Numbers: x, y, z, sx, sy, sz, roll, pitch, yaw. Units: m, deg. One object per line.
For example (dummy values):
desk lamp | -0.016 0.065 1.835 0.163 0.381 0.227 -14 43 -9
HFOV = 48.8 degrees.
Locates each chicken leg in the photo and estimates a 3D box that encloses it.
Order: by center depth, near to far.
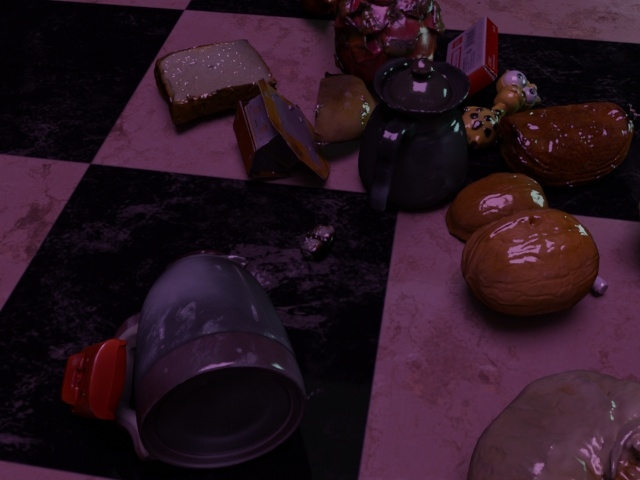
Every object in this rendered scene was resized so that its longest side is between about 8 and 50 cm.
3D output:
chicken leg | 0.025 -0.651 1.875 0.158 0.095 0.407 -16 28 17

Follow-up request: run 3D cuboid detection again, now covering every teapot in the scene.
teapot | -0.199 0.171 1.071 0.315 0.233 0.312 -32 41 10
teapot | 0.155 -0.210 1.348 0.305 0.285 0.223 -29 52 -24

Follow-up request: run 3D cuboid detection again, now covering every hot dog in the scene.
hot dog | 0.501 -0.206 1.452 0.272 0.122 0.196 -11 49 -14

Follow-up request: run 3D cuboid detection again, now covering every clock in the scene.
clock | -0.333 0.204 1.037 0.061 0.155 0.113 15 71 -28

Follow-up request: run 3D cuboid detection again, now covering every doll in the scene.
doll | 0.395 -0.288 1.556 0.117 0.086 0.291 48 58 1

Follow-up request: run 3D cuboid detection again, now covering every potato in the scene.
potato | 0.057 -0.293 1.527 0.138 0.098 0.243 4 34 0

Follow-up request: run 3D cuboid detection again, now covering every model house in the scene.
model house | -0.099 -0.194 1.468 0.136 0.207 0.219 -32 55 21

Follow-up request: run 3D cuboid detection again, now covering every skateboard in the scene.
skateboard | 0.733 -0.287 1.586 0.083 0.032 0.063 8 37 12

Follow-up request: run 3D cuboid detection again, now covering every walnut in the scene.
walnut | 0.350 0.036 1.187 0.226 0.193 0.193 -8 47 -2
walnut | 0.344 -0.074 1.348 0.211 0.087 0.167 -19 46 -15

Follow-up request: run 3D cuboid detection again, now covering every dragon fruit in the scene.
dragon fruit | 0.138 -0.511 1.630 0.250 0.269 0.291 -17 90 -18

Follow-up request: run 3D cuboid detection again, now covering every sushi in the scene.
sushi | 0.000 0.000 1.319 0.046 0.044 0.083 19 52 20

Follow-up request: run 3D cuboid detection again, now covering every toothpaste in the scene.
toothpaste | 0.448 0.030 1.291 0.048 0.031 0.190 -25 47 -17

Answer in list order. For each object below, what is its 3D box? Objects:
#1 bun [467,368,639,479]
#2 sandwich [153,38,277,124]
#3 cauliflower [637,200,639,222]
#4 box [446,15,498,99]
bun | 0.366 0.315 0.898 0.361 0.213 0.361 0 49 0
sandwich | -0.252 -0.372 1.648 0.251 0.087 0.226 -17 50 -17
cauliflower | 0.712 -0.057 1.211 0.260 0.281 0.327 38 34 -7
box | 0.355 -0.424 1.665 0.050 0.123 0.229 37 42 -24
